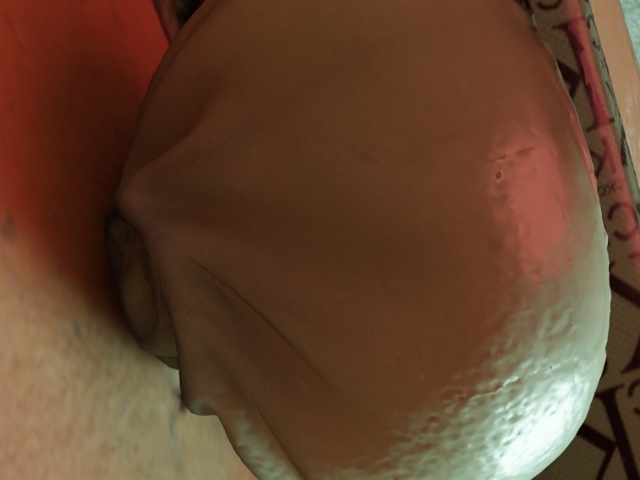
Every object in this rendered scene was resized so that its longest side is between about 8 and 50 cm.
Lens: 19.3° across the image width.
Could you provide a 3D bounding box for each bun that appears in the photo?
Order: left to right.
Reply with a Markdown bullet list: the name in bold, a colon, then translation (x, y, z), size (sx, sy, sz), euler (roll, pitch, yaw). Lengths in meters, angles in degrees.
- **bun**: translation (0.000, 0.000, 0.543), size (0.173, 0.120, 0.173), euler (168, -90, -71)

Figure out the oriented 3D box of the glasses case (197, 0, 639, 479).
- **glasses case**: translation (0.042, -0.026, 0.677), size (0.085, 0.137, 0.354), euler (-21, 96, -81)
